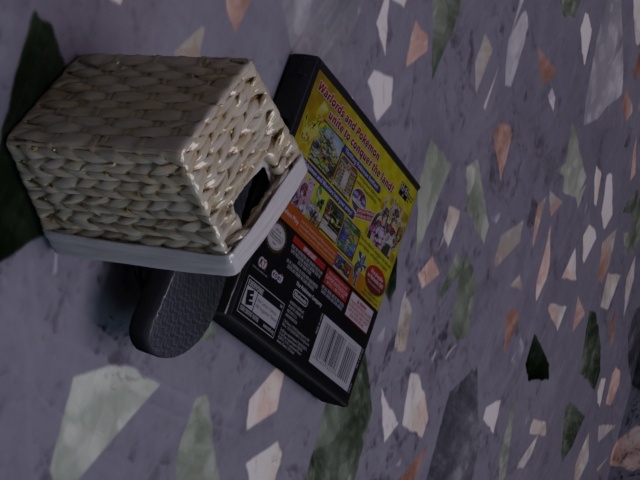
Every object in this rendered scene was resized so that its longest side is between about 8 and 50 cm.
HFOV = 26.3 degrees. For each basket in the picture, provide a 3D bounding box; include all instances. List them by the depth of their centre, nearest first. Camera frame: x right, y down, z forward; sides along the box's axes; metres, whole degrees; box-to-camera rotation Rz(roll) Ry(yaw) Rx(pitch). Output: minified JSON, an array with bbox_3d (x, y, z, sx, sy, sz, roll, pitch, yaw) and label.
[{"bbox_3d":[-0.113,-0.056,0.921,0.113,0.167,0.103,-58,139,-36],"label":"basket"}]

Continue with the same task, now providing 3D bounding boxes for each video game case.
[{"bbox_3d":[0.000,0.000,1.286,0.275,0.035,0.248,45,61,-57],"label":"video game case"}]

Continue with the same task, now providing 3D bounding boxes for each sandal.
[{"bbox_3d":[-0.102,-0.016,1.084,0.097,0.054,0.255,74,27,-52],"label":"sandal"}]
